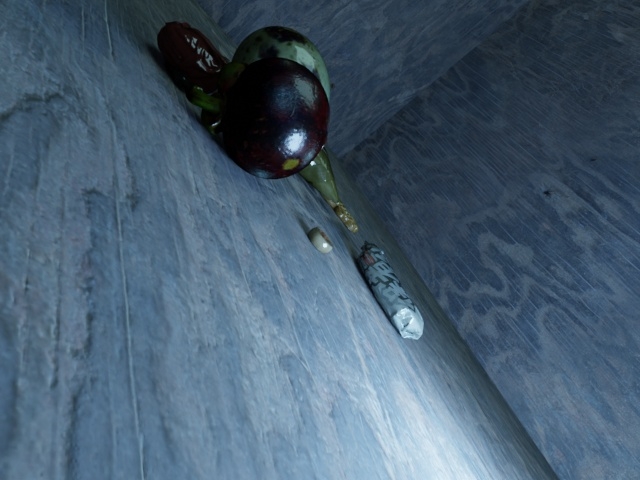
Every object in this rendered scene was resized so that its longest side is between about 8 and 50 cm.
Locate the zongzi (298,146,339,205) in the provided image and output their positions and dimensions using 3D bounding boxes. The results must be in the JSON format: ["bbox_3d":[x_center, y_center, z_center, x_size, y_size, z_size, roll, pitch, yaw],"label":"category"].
[{"bbox_3d":[-0.039,-0.298,1.955,0.274,0.145,0.300,29,32,-53],"label":"zongzi"}]

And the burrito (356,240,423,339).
[{"bbox_3d":[0.217,0.141,1.668,0.139,0.101,0.445,33,23,-43],"label":"burrito"}]

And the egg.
[{"bbox_3d":[-0.134,-0.511,1.685,0.345,0.345,0.428,-85,158,-74],"label":"egg"}]

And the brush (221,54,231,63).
[{"bbox_3d":[-0.429,-0.753,2.064,0.070,0.065,0.327,35,9,-36],"label":"brush"}]

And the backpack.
[{"bbox_3d":[-0.357,-0.515,1.364,0.229,0.139,0.229,46,17,-19],"label":"backpack"}]

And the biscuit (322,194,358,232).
[{"bbox_3d":[0.080,-0.156,2.210,0.288,0.044,0.202,54,11,24],"label":"biscuit"}]

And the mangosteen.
[{"bbox_3d":[-0.147,-0.319,1.233,0.360,0.306,0.306,20,27,-30],"label":"mangosteen"}]

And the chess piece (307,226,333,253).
[{"bbox_3d":[0.000,0.000,1.418,0.083,0.038,0.083,49,10,-11],"label":"chess piece"}]
